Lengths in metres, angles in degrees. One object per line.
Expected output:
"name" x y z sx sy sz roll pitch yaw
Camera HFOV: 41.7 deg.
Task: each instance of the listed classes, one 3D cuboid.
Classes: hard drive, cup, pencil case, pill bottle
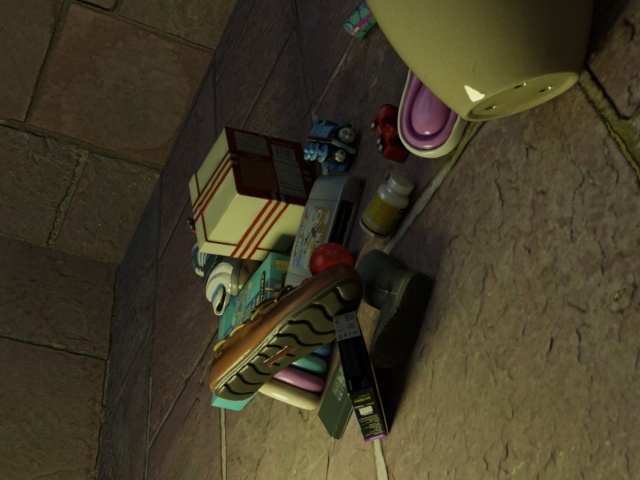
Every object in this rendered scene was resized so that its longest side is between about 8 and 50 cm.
"hard drive" 0.038 0.291 1.577 0.135 0.022 0.094 -69 22 10
"cup" 0.244 -0.307 1.179 0.331 0.331 0.237 -30 73 60
"pencil case" 0.114 -0.523 1.926 0.151 0.064 0.070 -35 27 59
"pill bottle" 0.125 -0.065 1.564 0.116 0.065 0.065 -61 25 30

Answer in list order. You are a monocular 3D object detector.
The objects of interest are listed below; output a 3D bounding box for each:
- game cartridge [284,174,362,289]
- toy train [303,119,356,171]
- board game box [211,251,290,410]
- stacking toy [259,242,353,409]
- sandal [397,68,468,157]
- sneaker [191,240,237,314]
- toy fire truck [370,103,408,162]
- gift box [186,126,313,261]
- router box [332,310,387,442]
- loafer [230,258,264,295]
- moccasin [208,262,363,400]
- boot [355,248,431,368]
"game cartridge" 0.000 0.000 1.844 0.198 0.062 0.297 11 85 64
"toy train" 0.023 -0.219 1.913 0.105 0.080 0.184 -67 21 0
"board game box" -0.158 0.226 2.027 0.336 0.079 0.254 -49 32 46
"stacking toy" -0.017 0.163 1.690 0.141 0.141 0.330 2 70 68
"sandal" 0.209 -0.351 1.427 0.169 0.102 0.416 3 88 30
"sneaker" -0.301 0.108 2.390 0.323 0.130 0.236 -32 41 52
"toy fire truck" 0.159 -0.227 1.623 0.135 0.047 0.192 -59 25 31
"gift box" -0.170 -0.111 2.079 0.258 0.255 0.276 -52 36 39
"router box" 0.067 0.229 1.426 0.179 0.046 0.133 -101 -5 -51
"loafer" -0.171 0.050 2.205 0.094 0.087 0.251 91 -172 -47
"moccasin" -0.070 0.153 1.557 0.380 0.139 0.147 -45 41 34
"boot" 0.103 0.113 1.479 0.190 0.076 0.208 -62 27 -5
